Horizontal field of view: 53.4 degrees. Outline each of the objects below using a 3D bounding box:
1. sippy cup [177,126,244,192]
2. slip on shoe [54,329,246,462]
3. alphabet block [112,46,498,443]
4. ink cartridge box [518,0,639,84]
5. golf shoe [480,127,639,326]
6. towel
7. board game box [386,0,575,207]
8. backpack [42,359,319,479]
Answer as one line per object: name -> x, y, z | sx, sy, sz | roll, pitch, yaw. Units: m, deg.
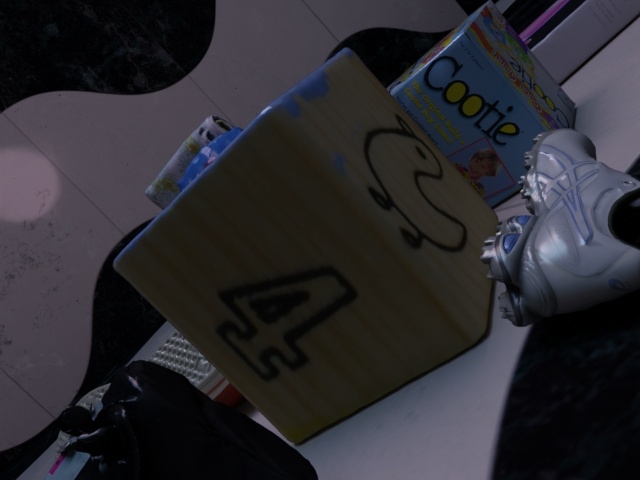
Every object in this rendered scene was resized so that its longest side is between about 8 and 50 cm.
sippy cup -> -0.121, -0.069, 1.132 | 0.305, 0.224, 0.240 | -44, -7, -11
slip on shoe -> -0.184, 0.198, 0.711 | 0.331, 0.101, 0.123 | -39, 49, 19
alphabet block -> 0.000, 0.000, 0.501 | 0.193, 0.197, 0.192 | -38, 11, 32
ink cartridge box -> 0.382, -0.325, 0.816 | 0.371, 0.069, 0.176 | -40, 9, 7
golf shoe -> 0.159, -0.016, 0.372 | 0.086, 0.069, 0.176 | -11, 30, 36
towel -> -0.200, -0.086, 1.420 | 0.374, 0.320, 0.090 | -31, 21, 53
board game box -> 0.098, -0.088, 0.658 | 0.275, 0.144, 0.142 | -36, 11, 37
backpack -> -0.097, 0.173, 0.346 | 0.182, 0.152, 0.115 | -56, 4, -2
